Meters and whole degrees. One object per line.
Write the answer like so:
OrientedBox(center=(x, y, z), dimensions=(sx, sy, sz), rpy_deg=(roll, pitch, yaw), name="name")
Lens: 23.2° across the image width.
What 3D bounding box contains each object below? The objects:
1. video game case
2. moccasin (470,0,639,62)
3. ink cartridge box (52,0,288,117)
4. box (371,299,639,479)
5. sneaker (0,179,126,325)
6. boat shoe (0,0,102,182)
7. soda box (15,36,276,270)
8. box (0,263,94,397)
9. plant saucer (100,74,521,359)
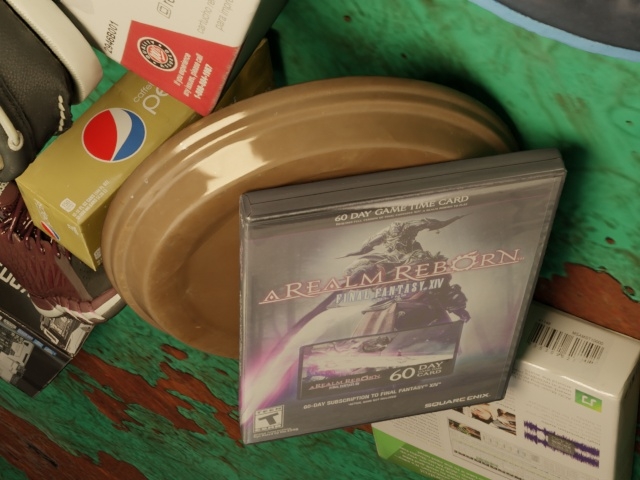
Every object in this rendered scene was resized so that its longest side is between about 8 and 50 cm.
OrientedBox(center=(0.044, 0.045, 1.020), dimensions=(0.196, 0.026, 0.274), rpy_deg=(-9, 146, -9), name="video game case")
OrientedBox(center=(0.055, -0.196, 0.652), dimensions=(0.342, 0.137, 0.117), rpy_deg=(31, 151, -4), name="moccasin")
OrientedBox(center=(-0.133, -0.215, 0.850), dimensions=(0.273, 0.114, 0.197), rpy_deg=(33, 157, -1), name="ink cartridge box")
OrientedBox(center=(0.143, 0.137, 1.281), dimensions=(0.232, 0.058, 0.322), rpy_deg=(21, 153, 20), name="box")
OrientedBox(center=(-0.246, -0.009, 1.389), dimensions=(0.162, 0.106, 0.281), rpy_deg=(43, 154, -18), name="sneaker")
OrientedBox(center=(-0.249, -0.154, 0.848), dimensions=(0.302, 0.091, 0.114), rpy_deg=(42, 155, -23), name="boat shoe")
OrientedBox(center=(-0.110, -0.071, 1.012), dimensions=(0.058, 0.181, 0.061), rpy_deg=(34, 158, 20), name="soda box")
OrientedBox(center=(-0.398, 0.039, 1.680), dimensions=(0.307, 0.076, 0.242), rpy_deg=(34, 156, -9), name="box")
OrientedBox(center=(0.000, 0.000, 0.996), dimensions=(0.278, 0.041, 0.278), rpy_deg=(-10, 146, -7), name="plant saucer")
